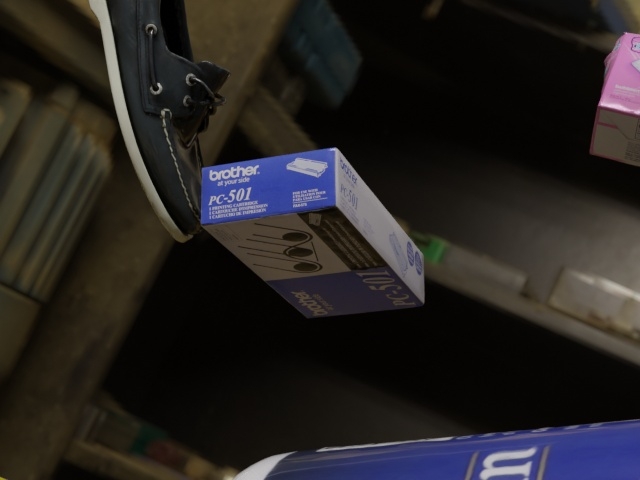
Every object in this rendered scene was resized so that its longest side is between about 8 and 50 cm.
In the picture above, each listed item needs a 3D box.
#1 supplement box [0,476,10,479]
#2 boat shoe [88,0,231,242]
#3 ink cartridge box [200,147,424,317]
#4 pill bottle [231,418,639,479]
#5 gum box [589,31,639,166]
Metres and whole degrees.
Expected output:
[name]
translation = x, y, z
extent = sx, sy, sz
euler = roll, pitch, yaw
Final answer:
[supplement box]
translation = -0.286, 0.424, 1.647
extent = 0.195, 0.194, 0.356
euler = 33, -12, -40
[boat shoe]
translation = -0.150, -0.173, 1.464
extent = 0.113, 0.340, 0.127
euler = -17, -10, 9
[ink cartridge box]
translation = 0.000, 0.000, 1.020
extent = 0.097, 0.046, 0.207
euler = -7, -22, 18
[pill bottle]
translation = 0.045, 0.136, 0.438
extent = 0.264, 0.153, 0.153
euler = -9, -21, 19
[gum box]
translation = 0.336, -0.112, 1.275
extent = 0.188, 0.107, 0.062
euler = 15, -40, 14
